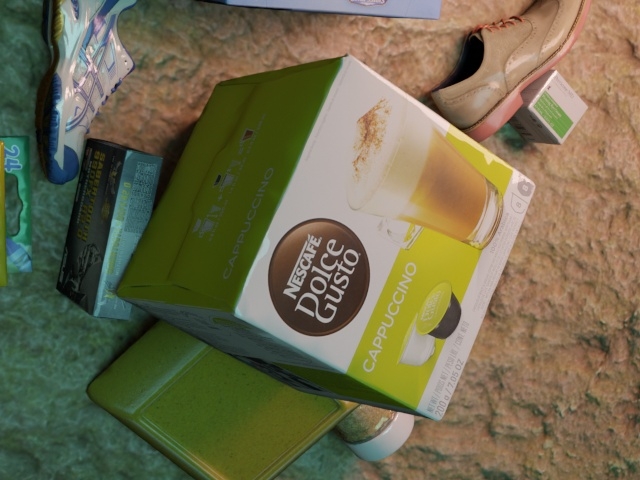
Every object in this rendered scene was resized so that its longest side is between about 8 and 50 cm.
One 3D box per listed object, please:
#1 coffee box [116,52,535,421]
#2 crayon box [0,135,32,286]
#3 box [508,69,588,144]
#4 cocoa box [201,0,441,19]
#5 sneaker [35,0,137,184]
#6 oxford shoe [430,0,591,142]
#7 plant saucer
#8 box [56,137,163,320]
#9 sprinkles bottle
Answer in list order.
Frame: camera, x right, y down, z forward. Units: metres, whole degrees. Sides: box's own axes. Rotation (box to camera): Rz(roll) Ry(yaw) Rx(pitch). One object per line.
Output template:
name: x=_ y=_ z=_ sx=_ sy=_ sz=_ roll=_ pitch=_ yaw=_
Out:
coffee box: x=0.000 y=0.000 z=1.516 sx=0.334 sy=0.338 sz=0.338 roll=31 pitch=75 yaw=-29
crayon box: x=-0.538 y=-0.035 z=1.564 sx=0.322 sy=0.083 sz=0.203 roll=-4 pitch=102 yaw=-27
box: x=0.376 y=-0.228 z=1.995 sx=0.101 sy=0.102 sz=0.087 roll=42 pitch=77 yaw=-26
cocoa box: x=-0.015 y=-0.444 z=1.670 sx=0.347 sy=0.228 sz=0.232 roll=-2 pitch=105 yaw=-27
sneaker: x=-0.319 y=-0.221 z=1.627 sx=0.130 sy=0.112 sz=0.297 roll=4 pitch=98 yaw=-29
oxford shoe: x=0.320 y=-0.327 z=1.940 sx=0.130 sy=0.123 sz=0.348 roll=42 pitch=77 yaw=-21
plant saucer: x=-0.122 y=0.236 z=1.756 sx=0.333 sy=0.081 sz=0.332 roll=-42 pitch=113 yaw=11
box: x=-0.298 y=-0.019 z=1.636 sx=0.056 sy=0.183 sz=0.231 roll=10 pitch=95 yaw=-29
sprinkles bottle: x=0.010 y=0.199 z=1.872 sx=0.121 sy=0.121 sz=0.355 roll=-45 pitch=116 yaw=-13
